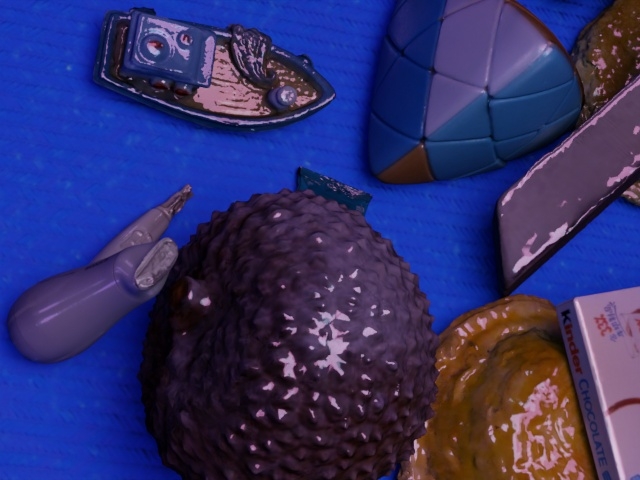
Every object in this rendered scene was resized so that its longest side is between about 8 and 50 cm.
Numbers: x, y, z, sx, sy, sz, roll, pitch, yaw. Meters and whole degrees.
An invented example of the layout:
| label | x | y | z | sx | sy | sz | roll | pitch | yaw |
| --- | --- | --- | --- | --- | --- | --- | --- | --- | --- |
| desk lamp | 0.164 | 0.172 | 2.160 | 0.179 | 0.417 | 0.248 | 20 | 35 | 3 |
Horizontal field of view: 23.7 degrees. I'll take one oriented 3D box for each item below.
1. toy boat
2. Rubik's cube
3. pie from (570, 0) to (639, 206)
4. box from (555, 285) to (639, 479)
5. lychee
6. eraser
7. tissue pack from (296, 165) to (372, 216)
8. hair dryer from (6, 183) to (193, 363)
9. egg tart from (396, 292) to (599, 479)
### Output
| label | x | y | z | sx | sy | sz | roll | pitch | yaw |
| --- | --- | --- | --- | --- | --- | --- | --- | --- | --- |
| toy boat | -0.099 | -0.168 | 1.499 | 0.238 | 0.098 | 0.109 | 13 | 77 | -18 |
| Rubik's cube | 0.151 | -0.141 | 1.524 | 0.254 | 0.254 | 0.254 | 5 | 77 | -19 |
| pie | 0.397 | -0.165 | 1.694 | 0.277 | 0.078 | 0.277 | 5 | 75 | -18 |
| box | 0.380 | 0.169 | 1.490 | 0.265 | 0.048 | 0.273 | -7 | 79 | -24 |
| lychee | -0.020 | 0.103 | 1.367 | 0.300 | 0.300 | 0.300 | 5 | 77 | -19 |
| eraser | 0.294 | -0.088 | 1.573 | 0.352 | 0.111 | 0.077 | -42 | 81 | -5 |
| tissue pack | 0.000 | 0.000 | 1.538 | 0.085 | 0.028 | 0.138 | 22 | 67 | -18 |
| hair dryer | -0.165 | 0.007 | 1.411 | 0.075 | 0.206 | 0.237 | 51 | 42 | -12 |
| egg tart | 0.226 | 0.207 | 1.521 | 0.319 | 0.128 | 0.319 | 4 | 79 | -18 |
